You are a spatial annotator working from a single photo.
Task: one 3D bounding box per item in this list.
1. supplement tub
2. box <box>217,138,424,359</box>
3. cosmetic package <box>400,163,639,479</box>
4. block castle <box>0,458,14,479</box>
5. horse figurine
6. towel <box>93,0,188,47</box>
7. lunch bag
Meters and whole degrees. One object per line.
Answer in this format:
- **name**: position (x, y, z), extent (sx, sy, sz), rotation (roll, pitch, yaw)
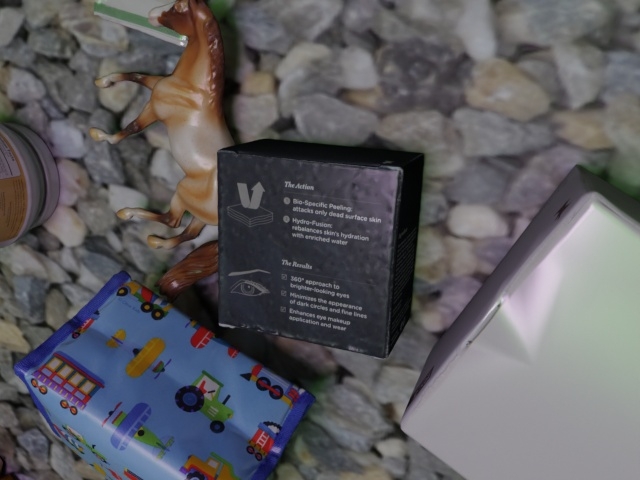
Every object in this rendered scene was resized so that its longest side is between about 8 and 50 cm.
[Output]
- **supplement tub**: position (-0.379, -0.049, 0.603), extent (0.144, 0.199, 0.144), rotation (5, 105, 19)
- **box**: position (0.000, 0.000, 0.526), extent (0.155, 0.093, 0.158), rotation (9, 108, 19)
- **cosmetic package**: position (0.276, 0.143, 0.424), extent (0.385, 0.156, 0.217), rotation (38, 114, 9)
- **block castle**: position (-0.469, 0.458, 0.638), extent (0.303, 0.453, 0.213), rotation (36, 106, 8)
- **horse figurine**: position (-0.131, -0.078, 0.574), extent (0.174, 0.066, 0.263), rotation (-10, 99, 29)
- **towel**: position (-0.146, -0.266, 0.556), extent (0.113, 0.023, 0.152), rotation (22, 109, 12)
- **lunch bag**: position (-0.167, 0.211, 0.617), extent (0.221, 0.138, 0.293), rotation (32, 135, 6)
